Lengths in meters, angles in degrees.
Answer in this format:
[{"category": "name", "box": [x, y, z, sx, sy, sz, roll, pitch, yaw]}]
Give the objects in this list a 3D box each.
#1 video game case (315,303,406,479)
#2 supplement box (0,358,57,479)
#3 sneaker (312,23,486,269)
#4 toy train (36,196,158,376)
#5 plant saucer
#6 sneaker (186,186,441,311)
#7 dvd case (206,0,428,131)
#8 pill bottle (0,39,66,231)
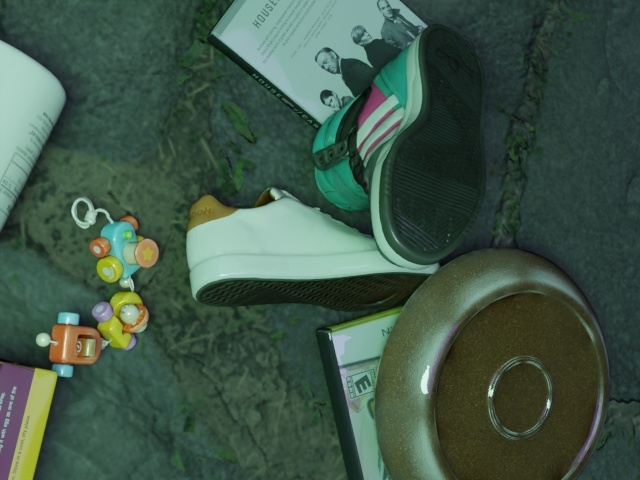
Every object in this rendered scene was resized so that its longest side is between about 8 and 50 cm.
[{"category": "video game case", "box": [0.138, 0.198, 1.076, 0.248, 0.035, 0.275, -14, 93, -24]}, {"category": "supplement box", "box": [-0.345, 0.181, 0.820, 0.194, 0.129, 0.191, 15, 79, -22]}, {"category": "sneaker", "box": [0.062, -0.065, 0.967, 0.124, 0.178, 0.295, 31, 47, -18]}, {"category": "toy train", "box": [-0.196, 0.047, 0.911, 0.125, 0.046, 0.166, 28, 65, -61]}, {"category": "plant saucer", "box": [0.200, 0.162, 1.042, 0.310, 0.050, 0.311, -2, 93, -29]}, {"category": "sneaker", "box": [0.000, 0.000, 1.005, 0.290, 0.106, 0.123, 6, 58, -34]}, {"category": "dvd case", "box": [0.019, -0.211, 1.073, 0.238, 0.029, 0.179, 38, 72, -16]}, {"category": "pill bottle", "box": [-0.326, -0.058, 0.851, 0.131, 0.131, 0.229, 28, 74, -19]}]
